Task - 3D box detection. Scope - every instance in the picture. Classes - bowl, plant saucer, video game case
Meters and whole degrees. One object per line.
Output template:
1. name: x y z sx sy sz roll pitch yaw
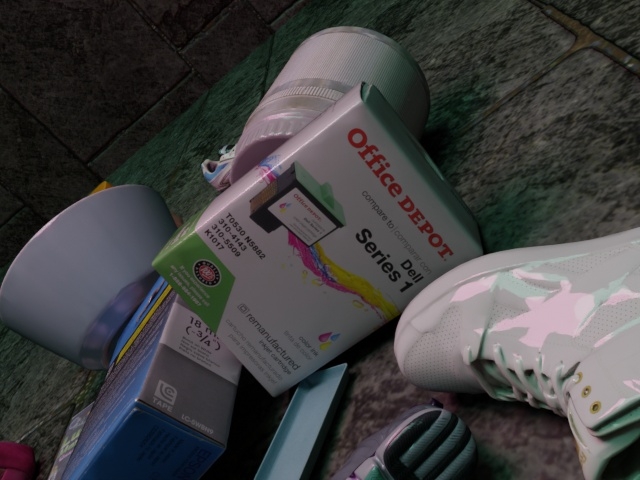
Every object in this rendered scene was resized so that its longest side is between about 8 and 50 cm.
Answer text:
1. bowl: -0.315 0.082 1.108 0.311 0.163 0.311 -42 -20 -19
2. plant saucer: -0.023 0.199 0.680 0.067 0.018 0.192 -24 26 38
3. video game case: -0.322 0.278 1.051 0.190 0.022 0.173 -37 23 15

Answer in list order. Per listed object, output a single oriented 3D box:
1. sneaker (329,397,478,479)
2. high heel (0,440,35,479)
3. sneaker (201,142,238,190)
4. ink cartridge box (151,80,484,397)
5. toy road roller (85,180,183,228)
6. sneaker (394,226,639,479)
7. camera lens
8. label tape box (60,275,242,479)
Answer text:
1. sneaker: 0.026 0.212 0.543 0.224 0.083 0.098 -41 -1 0
2. high heel: -0.541 0.311 1.070 0.082 0.244 0.117 -44 27 17
3. sneaker: -0.167 -0.182 1.531 0.237 0.086 0.085 -25 27 34
4. ink cartridge box: 0.000 0.000 0.748 0.278 0.201 0.117 -36 13 17
5. toy road roller: -0.423 0.073 1.375 0.329 0.202 0.240 -38 34 27
6. sneaker: 0.156 0.088 0.474 0.293 0.108 0.169 -24 26 37
7. camera lens: 0.020 -0.141 0.962 0.219 0.219 0.274 -24 29 40
8. label tape box: -0.187 0.168 0.840 0.240 0.106 0.333 -51 17 26
